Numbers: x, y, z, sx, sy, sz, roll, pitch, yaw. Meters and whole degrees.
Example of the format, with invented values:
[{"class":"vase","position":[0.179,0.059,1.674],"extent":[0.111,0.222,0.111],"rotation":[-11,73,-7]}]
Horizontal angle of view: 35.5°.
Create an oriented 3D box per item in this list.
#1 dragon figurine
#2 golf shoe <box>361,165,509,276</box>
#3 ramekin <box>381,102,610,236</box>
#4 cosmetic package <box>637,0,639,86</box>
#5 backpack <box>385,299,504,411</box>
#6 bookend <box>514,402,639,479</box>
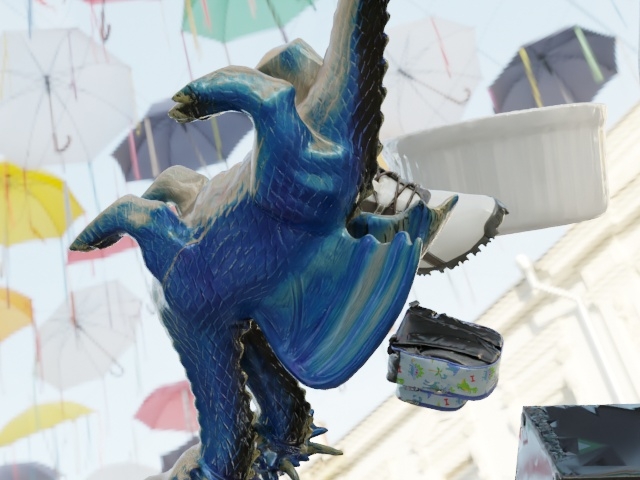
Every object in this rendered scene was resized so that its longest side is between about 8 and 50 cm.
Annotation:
[{"class":"dragon figurine","position":[0.000,0.000,0.398],"extent":[0.289,0.144,0.085],"rotation":[-48,-2,25]},{"class":"golf shoe","position":[0.058,-0.024,0.839],"extent":[0.198,0.077,0.094],"rotation":[-5,-47,38]},{"class":"ramekin","position":[0.218,-0.076,1.219],"extent":[0.277,0.135,0.277],"rotation":[-9,1,0]},{"class":"cosmetic package","position":[0.365,-0.137,0.831],"extent":[0.183,0.151,0.151],"rotation":[-4,-32,15]},{"class":"backpack","position":[0.135,0.129,1.064],"extent":[0.114,0.105,0.084],"rotation":[11,-62,16]},{"class":"bookend","position":[0.187,0.172,0.541],"extent":[0.157,0.072,0.156],"rotation":[-1,-70,-4]}]
